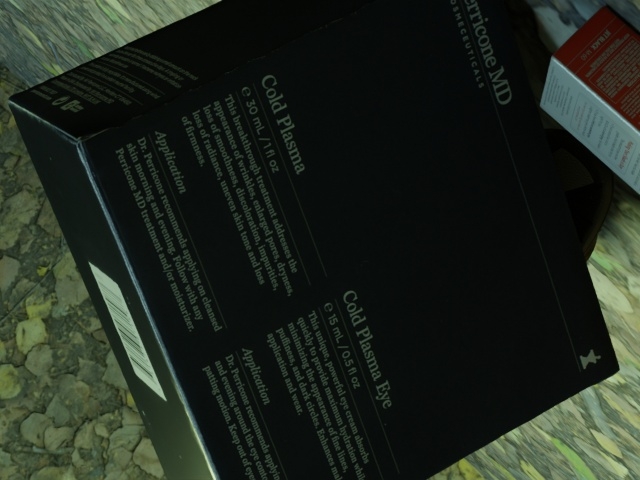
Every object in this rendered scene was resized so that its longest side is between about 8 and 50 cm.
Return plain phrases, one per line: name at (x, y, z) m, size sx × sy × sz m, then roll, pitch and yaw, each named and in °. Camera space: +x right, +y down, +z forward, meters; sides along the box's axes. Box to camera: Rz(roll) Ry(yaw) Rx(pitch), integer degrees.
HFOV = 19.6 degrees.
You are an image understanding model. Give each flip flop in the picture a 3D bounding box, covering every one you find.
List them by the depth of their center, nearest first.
flip flop at (0.174, -0.002, 1.481) m, size 0.112 × 0.080 × 0.277 m, roll 49°, pitch 153°, yaw 22°

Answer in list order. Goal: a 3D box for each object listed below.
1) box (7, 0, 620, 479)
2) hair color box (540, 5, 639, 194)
box at (0.000, 0.000, 1.319) m, size 0.179 × 0.312 × 0.343 m, roll 29°, pitch 142°, yaw 63°
hair color box at (0.219, -0.062, 1.168) m, size 0.167 × 0.053 × 0.093 m, roll 44°, pitch 170°, yaw 12°
